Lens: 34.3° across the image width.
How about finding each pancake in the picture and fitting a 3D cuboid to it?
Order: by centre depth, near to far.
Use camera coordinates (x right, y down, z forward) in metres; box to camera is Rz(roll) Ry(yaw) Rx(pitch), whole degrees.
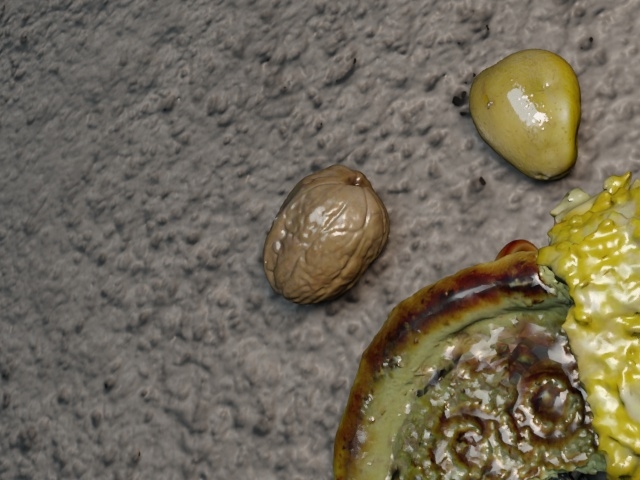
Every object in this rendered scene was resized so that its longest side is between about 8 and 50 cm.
[{"bbox_3d":[0.164,0.208,1.274,0.426,0.067,0.305,-35,68,23],"label":"pancake"}]

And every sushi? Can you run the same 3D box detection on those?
[{"bbox_3d":[0.406,0.084,1.127,0.240,0.396,0.351,-21,81,24],"label":"sushi"}]

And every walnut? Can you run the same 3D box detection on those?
[{"bbox_3d":[0.001,0.000,1.560,0.230,0.178,0.178,-50,53,21],"label":"walnut"}]

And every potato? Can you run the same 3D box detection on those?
[{"bbox_3d":[0.296,-0.173,1.461,0.157,0.157,0.194,-26,73,22],"label":"potato"}]

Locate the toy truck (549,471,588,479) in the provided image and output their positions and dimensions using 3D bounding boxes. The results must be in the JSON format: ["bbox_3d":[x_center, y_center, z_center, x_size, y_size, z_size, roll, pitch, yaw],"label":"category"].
[{"bbox_3d":[0.284,0.268,1.311,0.135,0.114,0.270,31,92,32],"label":"toy truck"}]

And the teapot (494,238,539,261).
[{"bbox_3d":[0.241,0.116,1.395,0.178,0.135,0.252,-12,46,62],"label":"teapot"}]
